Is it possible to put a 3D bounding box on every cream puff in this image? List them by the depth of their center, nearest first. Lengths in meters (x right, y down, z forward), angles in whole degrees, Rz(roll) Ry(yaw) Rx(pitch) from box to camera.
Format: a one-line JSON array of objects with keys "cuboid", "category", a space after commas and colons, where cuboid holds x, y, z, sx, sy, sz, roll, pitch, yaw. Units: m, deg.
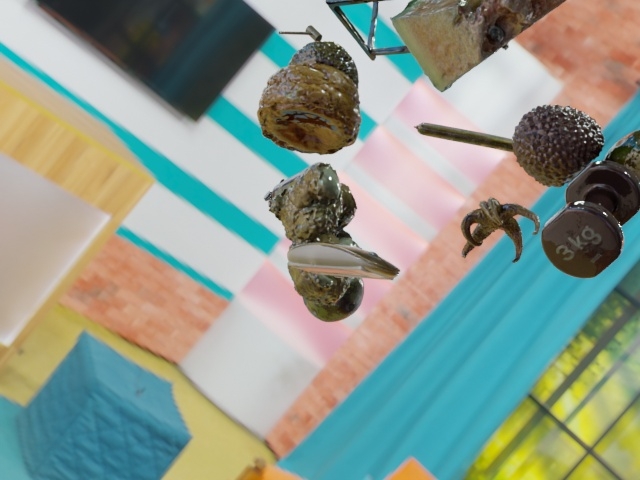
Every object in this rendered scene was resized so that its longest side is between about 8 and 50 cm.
[{"cuboid": [-0.009, -0.252, 1.703, 0.183, 0.169, 0.183, 9, -25, 4], "category": "cream puff"}]

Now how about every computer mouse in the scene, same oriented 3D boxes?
[{"cuboid": [0.034, 0.030, 1.576, 0.102, 0.045, 0.199, 17, -11, -40], "category": "computer mouse"}]

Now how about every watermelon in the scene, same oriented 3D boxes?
[{"cuboid": [0.296, -0.391, 1.803, 0.151, 0.264, 0.302, 60, -14, -20], "category": "watermelon"}]

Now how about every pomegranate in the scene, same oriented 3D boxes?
[{"cuboid": [0.018, 0.089, 2.144, 0.138, 0.125, 0.163, -16, -75, 48], "category": "pomegranate"}]

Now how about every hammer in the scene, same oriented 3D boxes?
[{"cuboid": [-0.043, -0.414, 2.036, 0.110, 0.019, 0.035, -10, 49, -49], "category": "hammer"}]

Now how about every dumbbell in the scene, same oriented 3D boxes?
[{"cuboid": [0.476, -0.040, 1.783, 0.124, 0.140, 0.225, 43, 37, 1], "category": "dumbbell"}]

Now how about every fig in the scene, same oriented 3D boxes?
[{"cuboid": [0.743, -0.156, 2.284, 0.195, 0.195, 0.245, 42, 22, 23], "category": "fig"}]

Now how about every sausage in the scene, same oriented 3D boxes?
[{"cuboid": [0.346, -0.238, 2.361, 0.269, 0.033, 0.033, 10, 8, -6], "category": "sausage"}]

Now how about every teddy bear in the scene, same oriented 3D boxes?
[{"cuboid": [0.000, 0.000, 1.986, 0.267, 0.156, 0.256, 48, 28, -73], "category": "teddy bear"}]

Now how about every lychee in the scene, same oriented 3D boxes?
[{"cuboid": [0.518, -0.219, 2.265, 0.188, 0.188, 0.188, 40, 4, -4], "category": "lychee"}]

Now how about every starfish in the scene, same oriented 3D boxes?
[{"cuboid": [0.362, -0.017, 2.101, 0.146, 0.074, 0.190, 20, -35, -14], "category": "starfish"}]

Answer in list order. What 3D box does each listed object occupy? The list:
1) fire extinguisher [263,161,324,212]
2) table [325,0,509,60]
[{"cuboid": [-0.057, -0.119, 2.445, 0.252, 0.106, 0.075, -26, -79, 50], "category": "fire extinguisher"}, {"cuboid": [0.229, -0.562, 2.232, 0.335, 0.222, 0.272, 1, -17, 25], "category": "table"}]
